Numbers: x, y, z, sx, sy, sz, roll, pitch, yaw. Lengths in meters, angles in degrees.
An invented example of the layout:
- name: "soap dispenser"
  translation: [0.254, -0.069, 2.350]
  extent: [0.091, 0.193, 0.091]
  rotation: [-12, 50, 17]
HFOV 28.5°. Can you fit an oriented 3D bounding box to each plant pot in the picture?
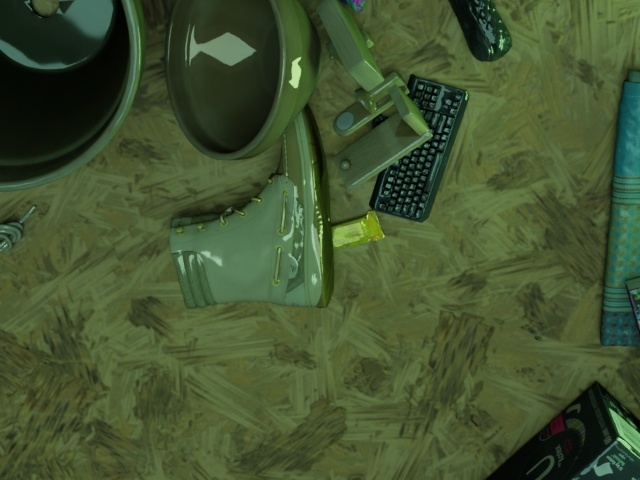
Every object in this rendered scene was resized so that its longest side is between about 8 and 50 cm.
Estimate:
- name: "plant pot"
  translation: [-0.338, -0.247, 1.419]
  extent: [0.323, 0.280, 0.323]
  rotation: [1, 109, 3]
- name: "plant pot"
  translation: [-0.076, -0.213, 1.485]
  extent: [0.110, 0.237, 0.237]
  rotation: [-4, 115, -40]

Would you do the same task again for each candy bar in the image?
- name: "candy bar"
  translation: [0.000, 0.000, 1.631]
  extent: [0.161, 0.018, 0.040]
  rotation: [-15, 105, 8]

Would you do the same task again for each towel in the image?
- name: "towel"
  translation: [0.500, -0.034, 1.591]
  extent: [0.271, 0.040, 0.370]
  rotation: [2, 111, 3]

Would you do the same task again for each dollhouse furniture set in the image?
- name: "dollhouse furniture set"
  translation: [0.024, -0.173, 1.501]
  extent: [0.123, 0.144, 0.151]
  rotation: [-34, 144, 15]

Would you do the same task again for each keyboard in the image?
- name: "keyboard"
  translation: [0.110, -0.116, 1.584]
  extent: [0.108, 0.023, 0.180]
  rotation: [16, 108, -3]

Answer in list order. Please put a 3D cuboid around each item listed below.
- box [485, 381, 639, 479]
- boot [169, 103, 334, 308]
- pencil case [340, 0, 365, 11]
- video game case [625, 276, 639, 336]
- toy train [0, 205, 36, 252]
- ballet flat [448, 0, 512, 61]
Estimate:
- name: "box"
  translation: [0.327, 0.348, 1.663]
  extent: [0.143, 0.165, 0.270]
  rotation: [41, 106, -12]
- name: "boot"
  translation: [-0.092, -0.041, 1.582]
  extent: [0.203, 0.095, 0.262]
  rotation: [-2, 101, 12]
- name: "pencil case"
  translation: [-0.010, -0.327, 1.489]
  extent: [0.152, 0.070, 0.064]
  rotation: [22, 122, -4]
- name: "video game case"
  translation: [0.520, 0.129, 1.611]
  extent: [0.210, 0.042, 0.232]
  rotation: [-18, 109, 9]
- name: "toy train"
  translation: [-0.472, 0.046, 1.599]
  extent: [0.248, 0.143, 0.105]
  rotation: [-37, 105, 14]
- name: "ballet flat"
  translation: [0.183, -0.298, 1.513]
  extent: [0.057, 0.049, 0.173]
  rotation: [1, 117, 50]
